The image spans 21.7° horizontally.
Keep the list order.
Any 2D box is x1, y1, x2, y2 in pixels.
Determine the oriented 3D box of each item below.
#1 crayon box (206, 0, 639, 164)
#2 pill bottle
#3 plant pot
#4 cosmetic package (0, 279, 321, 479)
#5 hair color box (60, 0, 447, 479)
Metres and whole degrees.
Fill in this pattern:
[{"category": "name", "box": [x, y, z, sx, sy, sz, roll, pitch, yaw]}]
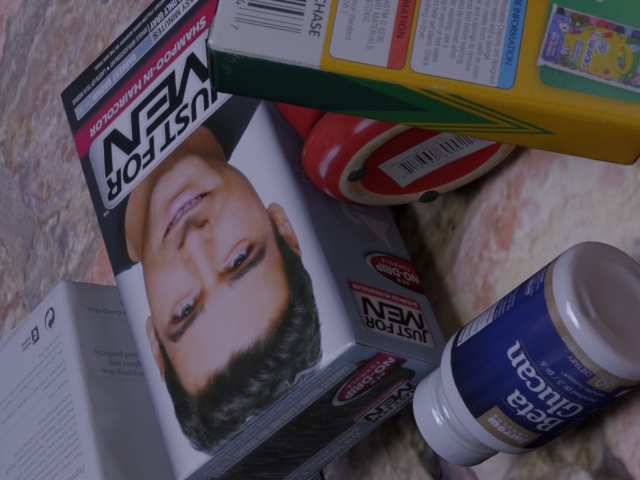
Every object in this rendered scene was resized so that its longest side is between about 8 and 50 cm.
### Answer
[{"category": "crayon box", "box": [0.107, -0.168, 1.028, 0.083, 0.323, 0.203, 100, 180, -75]}, {"category": "pill bottle", "box": [0.137, 0.080, 1.072, 0.169, 0.094, 0.094, -42, 52, 41]}, {"category": "plant pot", "box": [0.049, -0.131, 1.152, 0.191, 0.191, 0.174, -42, 56, 41]}, {"category": "cosmetic package", "box": [-0.111, 0.237, 1.277, 0.156, 0.217, 0.385, -41, 50, 41]}, {"category": "hair color box", "box": [-0.059, -0.015, 1.255, 0.185, 0.113, 0.374, -41, 53, 27]}]
